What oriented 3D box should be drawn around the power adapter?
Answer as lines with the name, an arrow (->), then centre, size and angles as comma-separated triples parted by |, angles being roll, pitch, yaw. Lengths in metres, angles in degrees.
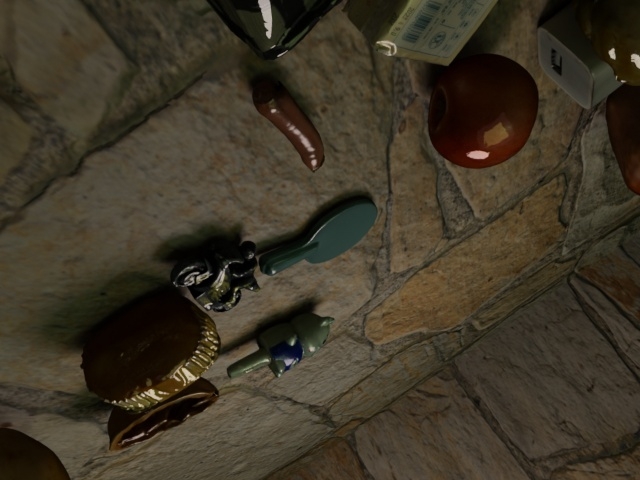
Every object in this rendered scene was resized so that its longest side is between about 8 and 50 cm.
power adapter -> 0.445, -0.319, 0.973 | 0.204, 0.125, 0.130 | -38, 153, 3

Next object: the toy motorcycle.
toy motorcycle -> -0.141, 0.049, 0.980 | 0.124, 0.061, 0.193 | -37, 153, -1

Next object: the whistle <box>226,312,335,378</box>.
whistle -> -0.073, 0.214, 1.302 | 0.244, 0.092, 0.110 | -26, 163, -21

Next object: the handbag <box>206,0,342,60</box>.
handbag -> -0.004, -0.327, 0.392 | 0.327, 0.162, 0.325 | -41, 156, 1

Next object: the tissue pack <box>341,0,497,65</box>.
tissue pack -> 0.134, -0.293, 0.687 | 0.148, 0.092, 0.196 | -5, 143, -45

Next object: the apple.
apple -> 0.221, -0.180, 0.913 | 0.139, 0.164, 0.163 | -4, 144, -20

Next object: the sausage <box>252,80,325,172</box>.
sausage -> -0.034, -0.140, 0.797 | 0.040, 0.047, 0.177 | -23, 156, 12

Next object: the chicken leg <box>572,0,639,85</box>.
chicken leg -> 0.422, -0.385, 0.752 | 0.152, 0.201, 0.430 | -34, 141, -41

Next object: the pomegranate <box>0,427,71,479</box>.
pomegranate -> -0.492, 0.408, 0.928 | 0.307, 0.307, 0.307 | -27, 153, -15

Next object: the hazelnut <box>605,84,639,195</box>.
hazelnut -> 0.721, -0.214, 1.229 | 0.372, 0.372, 0.316 | -21, 139, -26

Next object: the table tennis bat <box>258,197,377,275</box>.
table tennis bat -> 0.000, 0.000, 1.095 | 0.237, 0.038, 0.149 | -25, 155, -28

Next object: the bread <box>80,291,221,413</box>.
bread -> -0.251, 0.164, 0.962 | 0.190, 0.132, 0.114 | -35, 153, -4

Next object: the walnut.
walnut -> -0.294, 0.291, 1.176 | 0.211, 0.087, 0.167 | -23, 159, -18
